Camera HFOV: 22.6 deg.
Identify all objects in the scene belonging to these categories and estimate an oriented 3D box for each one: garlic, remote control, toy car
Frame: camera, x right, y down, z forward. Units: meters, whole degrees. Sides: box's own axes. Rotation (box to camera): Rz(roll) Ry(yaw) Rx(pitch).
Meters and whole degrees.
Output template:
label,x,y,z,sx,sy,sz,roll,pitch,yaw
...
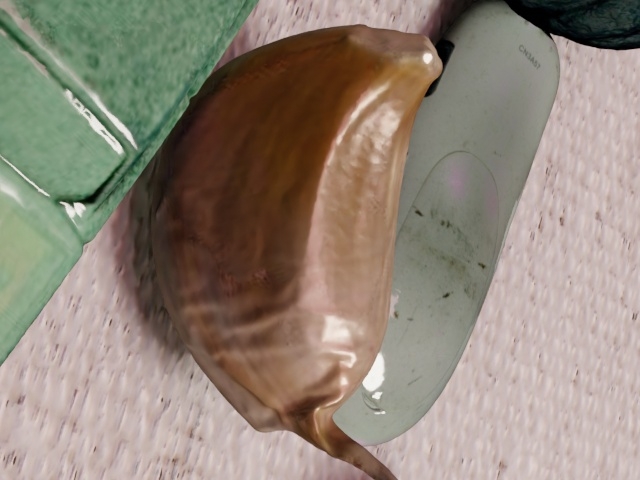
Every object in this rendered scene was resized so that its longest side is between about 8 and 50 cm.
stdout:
label,x,y,z,sx,sy,sz,roll,pitch,yaw
garlic,-0.008,0.009,0.682,0.090,0.128,0.198,19,73,-55
remote control,0.061,-0.016,0.799,0.097,0.045,0.256,40,62,-33
toy car,-0.106,-0.091,0.620,0.141,0.097,0.321,46,61,-30

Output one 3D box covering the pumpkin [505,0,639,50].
label,x,y,z,sx,sy,sz,roll,pitch,yaw
pumpkin,0.177,-0.217,0.771,0.248,0.248,0.248,1,89,-41
